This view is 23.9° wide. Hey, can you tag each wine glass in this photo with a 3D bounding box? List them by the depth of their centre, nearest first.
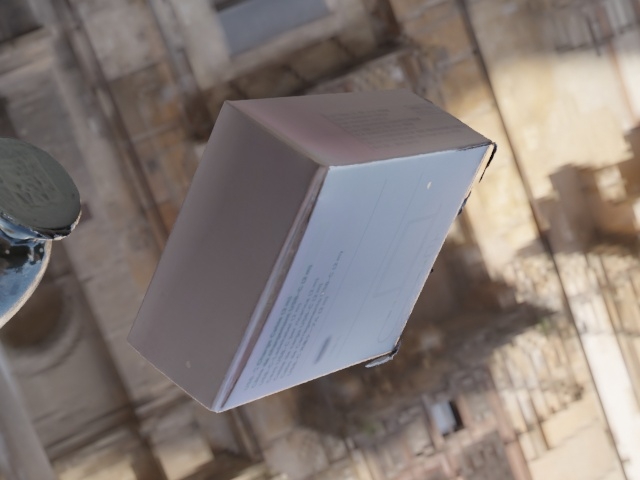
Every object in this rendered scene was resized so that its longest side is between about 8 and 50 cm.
[{"bbox_3d":[-0.273,0.016,1.165,0.204,0.111,0.111,-46,180,33],"label":"wine glass"}]

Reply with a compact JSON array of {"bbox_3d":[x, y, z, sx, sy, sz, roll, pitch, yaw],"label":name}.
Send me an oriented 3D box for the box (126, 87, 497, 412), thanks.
[{"bbox_3d":[0.000,0.000,1.124,0.106,0.203,0.251,36,-155,23],"label":"box"}]
